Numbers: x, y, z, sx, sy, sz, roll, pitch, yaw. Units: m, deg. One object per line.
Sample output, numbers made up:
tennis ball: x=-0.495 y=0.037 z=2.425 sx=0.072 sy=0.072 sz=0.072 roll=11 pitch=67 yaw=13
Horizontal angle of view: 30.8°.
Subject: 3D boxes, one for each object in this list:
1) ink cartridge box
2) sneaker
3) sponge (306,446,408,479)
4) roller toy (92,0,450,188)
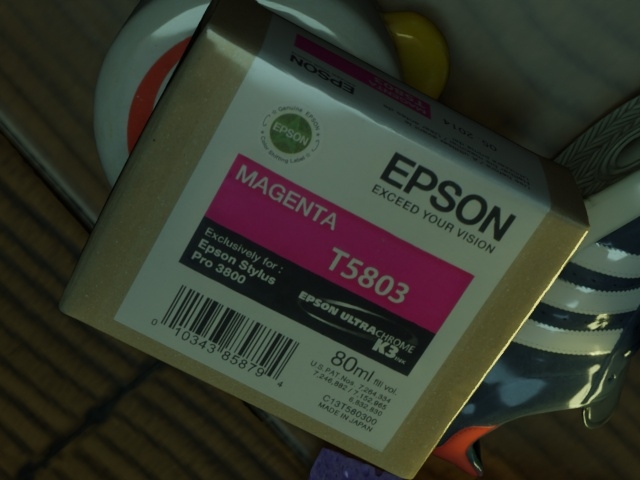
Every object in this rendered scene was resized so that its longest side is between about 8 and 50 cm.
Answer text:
ink cartridge box: x=0.000 y=0.000 z=0.661 sx=0.234 sy=0.088 sz=0.193 roll=27 pitch=113 yaw=-9
sneaker: x=0.186 y=0.030 z=0.771 sx=0.350 sy=0.131 sz=0.148 roll=-38 pitch=104 yaw=22
sponge: x=0.070 y=0.235 z=0.818 sx=0.210 sy=0.031 sz=0.117 roll=17 pitch=73 yaw=27
roller toy: x=-0.040 y=-0.093 z=0.749 sx=0.191 sy=0.146 sz=0.209 roll=36 pitch=111 yaw=-14
